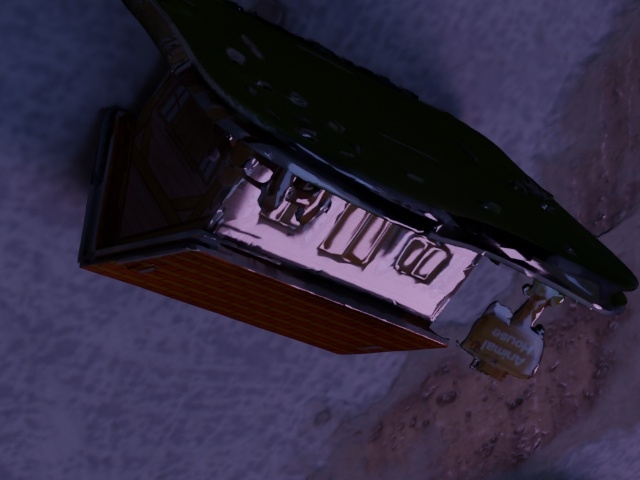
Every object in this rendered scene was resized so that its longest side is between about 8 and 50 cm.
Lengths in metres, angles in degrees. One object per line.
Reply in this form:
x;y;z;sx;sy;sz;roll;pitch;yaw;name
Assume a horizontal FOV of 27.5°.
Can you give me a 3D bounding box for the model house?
-0.001;-0.001;0.691;0.294;0.207;0.154;21;112;-39;model house
